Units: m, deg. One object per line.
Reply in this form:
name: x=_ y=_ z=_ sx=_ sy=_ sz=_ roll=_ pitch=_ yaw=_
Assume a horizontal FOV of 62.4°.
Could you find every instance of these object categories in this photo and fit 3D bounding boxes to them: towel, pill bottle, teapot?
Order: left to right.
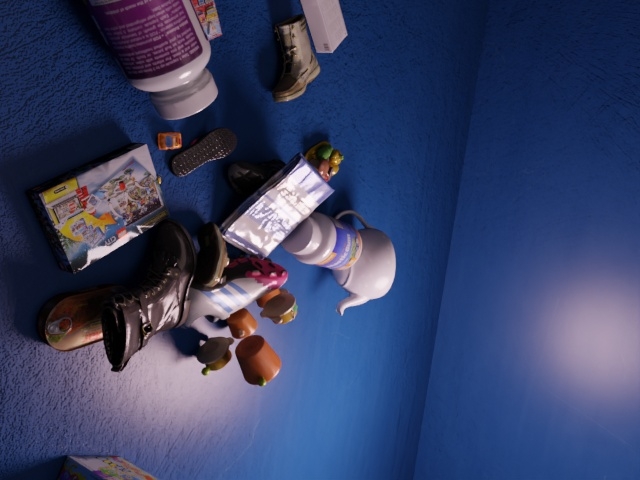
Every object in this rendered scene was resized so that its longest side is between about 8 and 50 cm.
pill bottle: x=-0.297 y=-0.374 z=0.930 sx=0.169 sy=0.169 sz=0.301 roll=-55 pitch=141 yaw=-34
towel: x=-0.106 y=-0.074 z=1.334 sx=0.285 sy=0.034 sz=0.209 roll=-43 pitch=146 yaw=4
pill bottle: x=0.000 y=0.000 z=1.547 sx=0.272 sy=0.152 sz=0.152 roll=15 pitch=87 yaw=-59
teapot: x=0.115 y=0.070 z=1.730 sx=0.187 sy=0.256 sz=0.252 roll=3 pitch=125 yaw=-21

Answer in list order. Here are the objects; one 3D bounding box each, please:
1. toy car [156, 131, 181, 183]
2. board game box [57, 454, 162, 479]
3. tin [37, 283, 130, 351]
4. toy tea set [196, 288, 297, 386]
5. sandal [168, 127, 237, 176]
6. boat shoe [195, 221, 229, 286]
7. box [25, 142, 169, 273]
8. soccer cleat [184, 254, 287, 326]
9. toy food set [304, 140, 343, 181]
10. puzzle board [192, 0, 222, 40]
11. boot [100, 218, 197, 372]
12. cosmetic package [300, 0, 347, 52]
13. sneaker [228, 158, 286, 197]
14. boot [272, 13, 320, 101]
toy car: x=-0.313 y=-0.169 z=1.094 sx=0.060 sy=0.041 sz=0.121 roll=10 pitch=91 yaw=-59
board game box: x=-0.449 y=0.578 z=1.019 sx=0.142 sy=0.144 sz=0.275 roll=39 pitch=66 yaw=-55
tin: x=-0.438 y=0.143 z=0.999 sx=0.190 sy=0.040 sz=0.106 roll=-12 pitch=106 yaw=-57
toy tea set: x=-0.150 y=0.236 z=1.345 sx=0.336 sy=0.200 sz=0.124 roll=-54 pitch=133 yaw=-43
sandal: x=-0.264 y=-0.201 z=1.174 sx=0.179 sy=0.040 sz=0.067 roll=-35 pitch=125 yaw=-30
boat shoe: x=-0.231 y=0.037 z=1.179 sx=0.072 sy=0.068 sz=0.190 roll=48 pitch=21 yaw=-38
box: x=-0.400 y=-0.066 z=0.982 sx=0.233 sy=0.044 sz=0.159 roll=-42 pitch=133 yaw=-45
soccer cleat: x=-0.218 y=0.122 z=1.291 sx=0.331 sy=0.116 sz=0.143 roll=-6 pitch=122 yaw=-52
toy food set: x=0.008 y=-0.213 z=1.568 sx=0.218 sy=0.071 sz=0.128 roll=-43 pitch=134 yaw=-44
puzzle board: x=-0.259 y=-0.466 z=1.113 sx=0.128 sy=0.011 sz=0.096 roll=-46 pitch=136 yaw=-41
boot: x=-0.336 y=0.098 z=1.029 sx=0.229 sy=0.091 sz=0.262 roll=-30 pitch=122 yaw=-72
cosmetic package: x=-0.001 y=-0.640 z=1.425 sx=0.099 sy=0.061 sz=0.239 roll=-55 pitch=142 yaw=-30
sneaker: x=-0.139 y=-0.157 z=1.355 sx=0.267 sy=0.101 sz=0.106 roll=22 pitch=53 yaw=-53
boot: x=-0.079 y=-0.463 z=1.344 sx=0.213 sy=0.077 sz=0.165 roll=-58 pitch=144 yaw=-39
